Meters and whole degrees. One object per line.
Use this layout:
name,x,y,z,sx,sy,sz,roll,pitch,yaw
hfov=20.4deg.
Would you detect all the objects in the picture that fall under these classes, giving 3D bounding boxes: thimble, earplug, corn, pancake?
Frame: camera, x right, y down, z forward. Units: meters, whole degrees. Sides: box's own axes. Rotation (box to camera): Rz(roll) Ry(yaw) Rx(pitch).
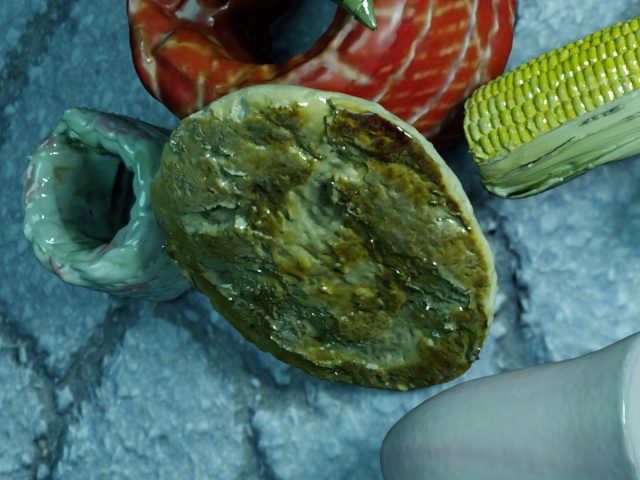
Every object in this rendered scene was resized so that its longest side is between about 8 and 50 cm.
thimble,-0.206,-0.043,1.872,0.185,0.149,0.211,-32,63,27
earplug,0.181,0.184,1.565,0.301,0.172,0.172,-14,72,38
thimble,-0.002,-0.236,1.725,0.350,0.230,0.350,-8,75,31
corn,0.267,-0.128,1.591,0.305,0.122,0.123,-20,79,30
pancake,-0.001,0.001,1.648,0.356,0.356,0.065,-13,34,32

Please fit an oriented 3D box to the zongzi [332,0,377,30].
zongzi,0.032,-0.256,1.545,0.119,0.055,0.109,36,100,20
